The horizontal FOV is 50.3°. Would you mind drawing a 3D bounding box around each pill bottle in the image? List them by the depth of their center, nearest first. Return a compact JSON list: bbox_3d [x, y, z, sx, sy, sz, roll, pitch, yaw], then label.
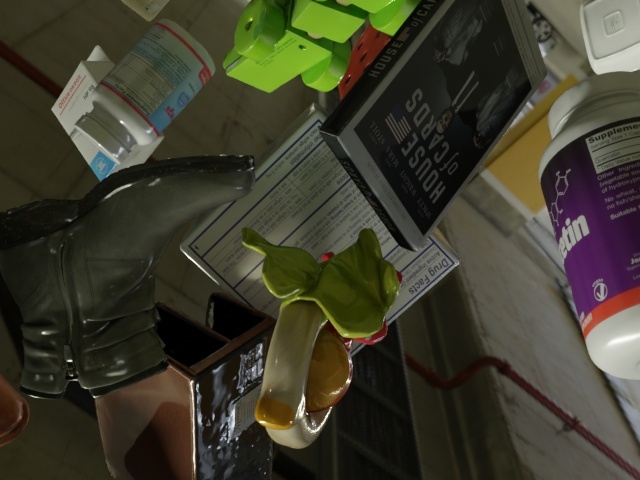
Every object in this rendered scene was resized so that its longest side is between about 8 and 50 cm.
[{"bbox_3d":[0.351,-0.024,0.751,0.181,0.181,0.323,26,-132,-41],"label":"pill bottle"},{"bbox_3d":[-0.202,-0.167,0.780,0.087,0.160,0.087,38,170,8],"label":"pill bottle"}]

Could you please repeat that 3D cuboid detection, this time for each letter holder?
[{"bbox_3d":[-0.190,0.223,0.938,0.214,0.302,0.152,23,-146,30],"label":"letter holder"}]

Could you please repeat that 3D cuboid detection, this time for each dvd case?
[{"bbox_3d":[0.115,-0.130,0.622,0.029,0.239,0.179,26,165,42],"label":"dvd case"}]

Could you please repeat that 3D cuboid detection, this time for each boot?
[{"bbox_3d":[-0.144,0.031,0.539,0.083,0.246,0.161,-16,-91,-72],"label":"boot"}]

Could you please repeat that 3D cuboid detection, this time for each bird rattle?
[{"bbox_3d":[-0.009,0.090,0.648,0.143,0.207,0.253,15,163,9],"label":"bird rattle"}]

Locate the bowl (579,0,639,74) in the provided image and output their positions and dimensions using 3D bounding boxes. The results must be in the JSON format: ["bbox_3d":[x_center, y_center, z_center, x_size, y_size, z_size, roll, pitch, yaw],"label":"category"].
[{"bbox_3d":[0.462,-0.332,1.043,0.053,0.142,0.142,-8,-93,-35],"label":"bowl"}]

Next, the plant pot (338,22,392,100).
[{"bbox_3d":[0.181,-0.312,1.364,0.235,0.267,0.267,24,-148,-21],"label":"plant pot"}]

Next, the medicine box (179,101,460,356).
[{"bbox_3d":[0.000,0.000,0.976,0.289,0.263,0.149,45,-169,-13],"label":"medicine box"}]

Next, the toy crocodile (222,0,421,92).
[{"bbox_3d":[0.005,-0.240,0.682,0.115,0.340,0.105,15,-110,-29],"label":"toy crocodile"}]

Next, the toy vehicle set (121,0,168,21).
[{"bbox_3d":[-0.168,-0.249,0.426,0.166,0.035,0.267,34,-157,-35],"label":"toy vehicle set"}]

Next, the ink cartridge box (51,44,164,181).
[{"bbox_3d":[-0.320,-0.185,0.989,0.180,0.104,0.060,53,-148,10],"label":"ink cartridge box"}]

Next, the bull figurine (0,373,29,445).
[{"bbox_3d":[-0.537,0.169,0.906,0.310,0.101,0.188,47,-120,0],"label":"bull figurine"}]
